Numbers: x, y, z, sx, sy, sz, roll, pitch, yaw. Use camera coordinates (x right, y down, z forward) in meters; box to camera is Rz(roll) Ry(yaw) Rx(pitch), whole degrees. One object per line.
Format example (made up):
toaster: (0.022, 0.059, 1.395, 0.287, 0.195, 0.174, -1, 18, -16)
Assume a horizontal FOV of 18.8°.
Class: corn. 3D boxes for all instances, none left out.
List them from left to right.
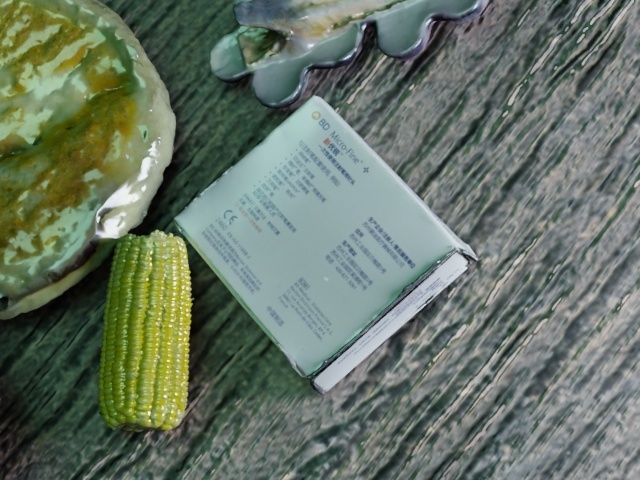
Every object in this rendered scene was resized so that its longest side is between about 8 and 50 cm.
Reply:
corn: (-0.143, 0.075, 1.590, 0.085, 0.063, 0.165, -12, 71, 55)

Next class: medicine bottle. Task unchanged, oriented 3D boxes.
medicine bottle: (0.000, 0.000, 1.585, 0.171, 0.052, 0.201, -43, 63, 0)

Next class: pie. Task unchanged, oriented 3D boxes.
pie: (-0.287, -0.086, 1.698, 0.339, 0.077, 0.339, -6, 69, 17)

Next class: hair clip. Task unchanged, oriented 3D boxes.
hair clip: (0.022, -0.200, 1.645, 0.257, 0.075, 0.146, -17, 51, 4)
